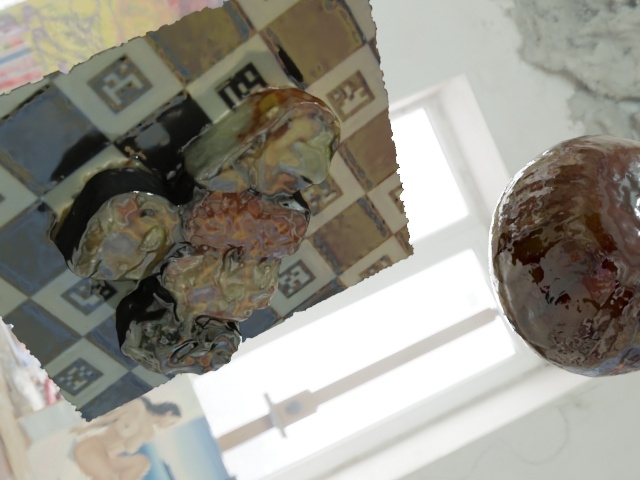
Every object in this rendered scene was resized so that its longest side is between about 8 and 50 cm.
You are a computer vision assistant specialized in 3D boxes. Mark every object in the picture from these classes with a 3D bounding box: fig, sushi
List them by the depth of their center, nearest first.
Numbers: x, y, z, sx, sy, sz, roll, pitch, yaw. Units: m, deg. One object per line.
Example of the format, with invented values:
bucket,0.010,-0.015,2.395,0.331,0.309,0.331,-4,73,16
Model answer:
sushi,-0.077,0.001,0.631,0.069,0.339,0.320,54,-14,43
fig,0.271,0.019,0.816,0.235,0.235,0.214,58,-41,45
